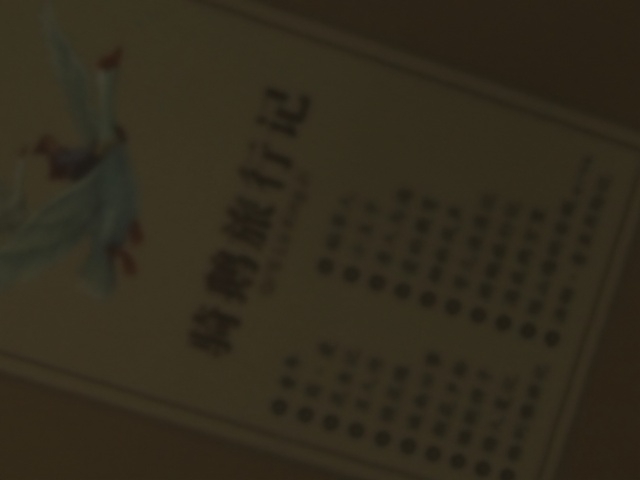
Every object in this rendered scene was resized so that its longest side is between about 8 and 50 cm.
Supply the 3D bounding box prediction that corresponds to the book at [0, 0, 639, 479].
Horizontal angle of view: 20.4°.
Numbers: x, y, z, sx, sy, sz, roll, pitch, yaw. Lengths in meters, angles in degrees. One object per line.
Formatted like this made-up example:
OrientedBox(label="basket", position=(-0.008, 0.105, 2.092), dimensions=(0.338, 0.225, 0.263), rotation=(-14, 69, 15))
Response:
OrientedBox(label="book", position=(0.000, 0.000, 0.411), dimensions=(0.021, 0.310, 0.217), rotation=(-158, 86, -81))
